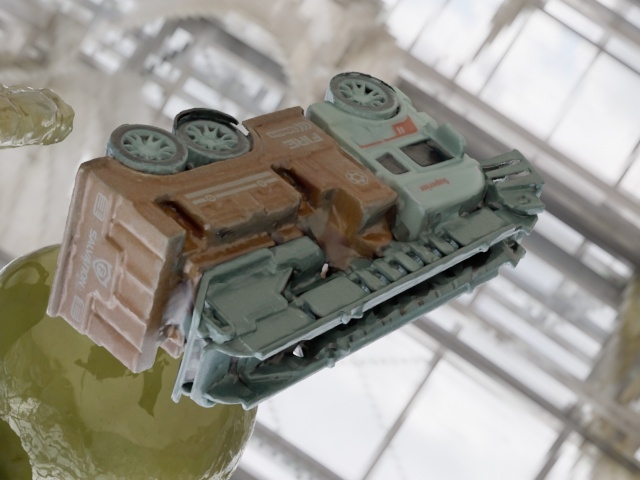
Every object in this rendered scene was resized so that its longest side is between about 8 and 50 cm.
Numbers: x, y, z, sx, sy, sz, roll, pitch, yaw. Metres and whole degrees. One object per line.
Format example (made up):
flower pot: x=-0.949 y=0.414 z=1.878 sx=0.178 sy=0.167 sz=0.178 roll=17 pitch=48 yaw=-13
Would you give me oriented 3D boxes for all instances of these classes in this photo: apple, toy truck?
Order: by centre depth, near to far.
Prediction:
toy truck: x=0.000 y=0.000 z=1.314 sx=0.338 sy=0.133 sz=0.184 roll=-18 pitch=-134 yaw=-42
apple: x=-0.184 y=0.126 z=1.674 sx=0.262 sy=0.262 sz=0.262 roll=29 pitch=-160 yaw=-11

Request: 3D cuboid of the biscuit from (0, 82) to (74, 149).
biscuit: x=-0.246 y=-0.076 z=0.898 sx=0.265 sy=0.040 sz=0.188 roll=11 pitch=-173 yaw=-6
